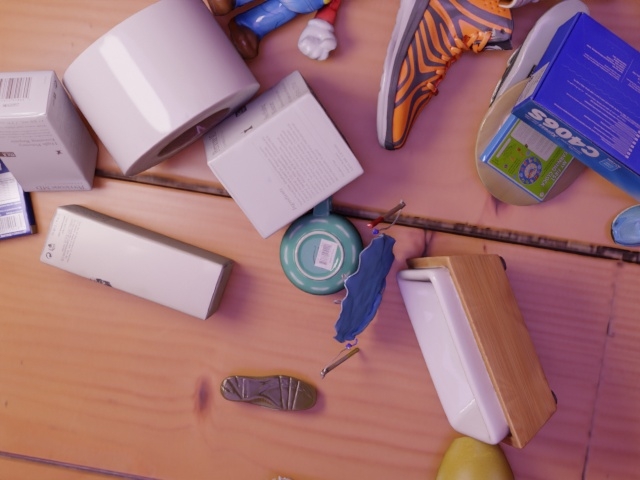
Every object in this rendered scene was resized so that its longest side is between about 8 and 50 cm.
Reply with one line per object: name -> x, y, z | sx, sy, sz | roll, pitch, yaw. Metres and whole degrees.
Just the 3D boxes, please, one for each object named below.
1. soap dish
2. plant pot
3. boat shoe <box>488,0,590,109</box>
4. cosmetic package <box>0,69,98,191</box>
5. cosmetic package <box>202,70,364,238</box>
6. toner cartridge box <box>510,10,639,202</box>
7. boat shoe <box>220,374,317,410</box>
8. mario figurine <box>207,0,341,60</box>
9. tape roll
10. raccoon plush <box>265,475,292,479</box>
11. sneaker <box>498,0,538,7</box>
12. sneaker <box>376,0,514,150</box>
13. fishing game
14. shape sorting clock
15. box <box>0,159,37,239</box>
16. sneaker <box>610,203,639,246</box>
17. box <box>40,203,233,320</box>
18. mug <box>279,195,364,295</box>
soap dish -> 0.229, 0.151, 1.748 | 0.118, 0.229, 0.291 | -22, 92, -11
plant pot -> 0.237, 0.355, 1.811 | 0.134, 0.134, 0.095 | 1, 68, 4
boat shoe -> 0.322, -0.270, 1.780 | 0.077, 0.070, 0.219 | 32, 101, -15
cosmetic package -> -0.422, -0.159, 1.762 | 0.117, 0.231, 0.086 | -1, 63, 8
cosmetic package -> -0.059, -0.130, 1.762 | 0.183, 0.151, 0.151 | -34, 112, 4
toner cartridge box -> 0.462, -0.161, 1.701 | 0.347, 0.075, 0.165 | 34, 74, -8
boat shoe -> -0.082, 0.240, 1.864 | 0.153, 0.048, 0.056 | 3, 82, -2
mario figurine -> -0.007, -0.389, 1.744 | 0.320, 0.198, 0.170 | -27, 69, 10
tape roll -> -0.234, -0.229, 1.742 | 0.246, 0.246, 0.169 | -35, 90, 6
raccoon plush -> 0.097, 0.567, 1.838 | 0.446, 0.216, 0.299 | 22, 111, 32
sneaker -> 0.322, -0.376, 1.704 | 0.290, 0.106, 0.123 | 7, 62, -3
sneaker -> 0.193, -0.278, 1.766 | 0.180, 0.124, 0.321 | 15, 94, 4
fishing game -> 0.061, 0.068, 1.773 | 0.041, 0.189, 0.264 | 24, 115, 19
shape sorting clock -> 0.323, -0.149, 1.768 | 0.206, 0.040, 0.206 | -7, 113, -16
box -> -0.540, -0.108, 1.876 | 0.136, 0.036, 0.225 | -10, 92, 5
sneaker -> 0.520, -0.028, 1.782 | 0.162, 0.073, 0.063 | -12, 93, 5
box -> -0.282, 0.031, 1.829 | 0.275, 0.113, 0.094 | 20, 95, 4
mug -> -0.005, 0.008, 1.812 | 0.129, 0.097, 0.158 | -31, 91, 6
